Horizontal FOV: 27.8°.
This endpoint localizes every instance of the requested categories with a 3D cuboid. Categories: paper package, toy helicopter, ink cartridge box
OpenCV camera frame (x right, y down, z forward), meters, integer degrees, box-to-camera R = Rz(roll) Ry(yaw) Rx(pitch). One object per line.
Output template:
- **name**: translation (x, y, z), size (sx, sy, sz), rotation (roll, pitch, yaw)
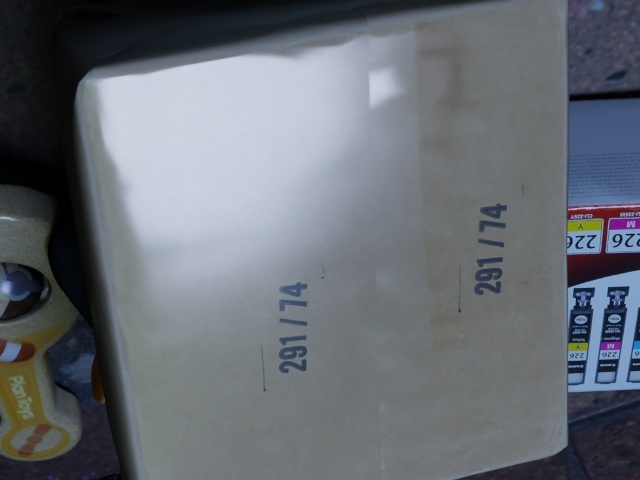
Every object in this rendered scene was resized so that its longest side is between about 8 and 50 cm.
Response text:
- **paper package**: translation (0.000, 0.000, 0.840), size (0.309, 0.168, 0.325), rotation (-11, 113, -12)
- **toy helicopter**: translation (-0.236, 0.075, 1.044), size (0.235, 0.140, 0.355), rotation (-11, 143, -8)
- **ink cartridge box**: translation (0.311, 0.027, 1.013), size (0.309, 0.130, 0.272), rotation (-3, 134, 3)

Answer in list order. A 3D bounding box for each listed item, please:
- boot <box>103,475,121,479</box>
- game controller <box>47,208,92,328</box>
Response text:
- **boot**: translation (-0.052, 0.332, 1.260), size (0.348, 0.131, 0.260), rotation (-6, 126, 14)
- **game controller**: translation (-0.037, -0.024, 0.950), size (0.319, 0.067, 0.166), rotation (-32, 116, -1)
